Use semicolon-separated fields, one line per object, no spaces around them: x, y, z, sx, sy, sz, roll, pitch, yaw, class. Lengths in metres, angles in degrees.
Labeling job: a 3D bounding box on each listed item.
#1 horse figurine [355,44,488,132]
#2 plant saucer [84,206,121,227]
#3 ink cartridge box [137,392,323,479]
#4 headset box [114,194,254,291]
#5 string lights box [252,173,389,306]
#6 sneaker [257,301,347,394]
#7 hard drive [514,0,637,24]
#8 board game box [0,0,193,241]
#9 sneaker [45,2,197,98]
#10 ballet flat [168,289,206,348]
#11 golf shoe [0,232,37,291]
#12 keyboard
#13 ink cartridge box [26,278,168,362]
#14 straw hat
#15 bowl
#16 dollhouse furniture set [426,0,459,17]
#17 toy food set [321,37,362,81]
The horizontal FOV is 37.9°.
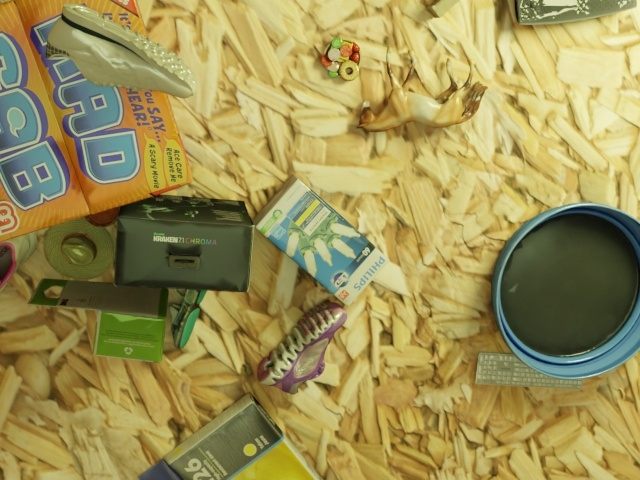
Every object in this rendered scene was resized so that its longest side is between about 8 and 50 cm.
0.215;-0.291;1.890;0.263;0.066;0.174;8;95;-8;horse figurine
-0.433;-0.067;1.847;0.083;0.013;0.083;0;92;14;plant saucer
-0.180;0.535;2.011;0.307;0.072;0.303;-38;106;-1;ink cartridge box
-0.259;0.000;1.765;0.246;0.283;0.131;4;102;-11;headset box
0.000;0.000;1.913;0.260;0.077;0.133;41;92;-15;string lights box
-0.022;0.233;1.961;0.104;0.095;0.236;41;98;-22;sneaker
0.510;-0.532;1.888;0.255;0.054;0.172;-10;104;-7;hard drive
-0.453;-0.242;1.639;0.356;0.356;0.356;-18;105;-6;board game box
-0.304;-0.273;1.440;0.235;0.090;0.095;27;108;-12;sneaker
-0.275;0.128;1.913;0.070;0.070;0.188;22;96;-13;ballet flat
-0.674;0.086;1.792;0.115;0.140;0.306;38;96;-17;golf shoe
0.472;0.293;2.089;0.256;0.014;0.072;5;102;-11;keyboard
-0.431;0.151;1.821;0.255;0.189;0.097;6;103;-9;ink cartridge box
-0.480;0.020;1.848;0.144;0.061;0.144;-2;104;-9;straw hat
0.555;0.106;2.025;0.391;0.077;0.391;-2;102;-9;bowl
0.279;-0.530;1.796;0.182;0.161;0.101;-42;105;1;dollhouse furniture set
0.044;-0.365;1.867;0.082;0.020;0.083;15;100;-12;toy food set
